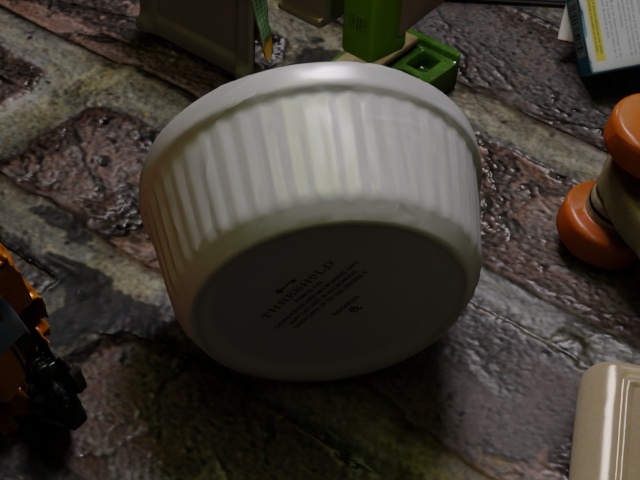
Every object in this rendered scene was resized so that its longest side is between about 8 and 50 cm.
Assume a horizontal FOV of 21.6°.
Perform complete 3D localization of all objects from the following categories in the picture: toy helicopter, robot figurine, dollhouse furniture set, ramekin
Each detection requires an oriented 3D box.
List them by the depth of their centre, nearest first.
[{"bbox_3d":[-0.261,0.047,1.190,0.211,0.291,0.085,41,71,19],"label":"robot figurine"},{"bbox_3d":[0.000,0.000,1.275,0.273,0.273,0.127,-4,54,-8],"label":"ramekin"},{"bbox_3d":[0.378,0.025,1.392,0.235,0.140,0.355,-11,53,-29],"label":"toy helicopter"},{"bbox_3d":[-0.026,-0.251,1.597,0.302,0.197,0.151,29,49,26],"label":"dollhouse furniture set"}]

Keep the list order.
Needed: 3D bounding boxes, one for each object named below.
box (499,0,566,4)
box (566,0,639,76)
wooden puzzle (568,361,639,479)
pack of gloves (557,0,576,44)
[{"bbox_3d":[0.217,-0.332,1.789,0.290,0.087,0.169,4,41,1],"label":"box"},{"bbox_3d":[0.369,-0.230,1.638,0.244,0.100,0.060,-10,3,-2],"label":"box"},{"bbox_3d":[0.299,0.197,1.215,0.239,0.044,0.221,6,50,9],"label":"wooden puzzle"},{"bbox_3d":[0.355,-0.291,1.689,0.195,0.232,0.046,13,1,-3],"label":"pack of gloves"}]
